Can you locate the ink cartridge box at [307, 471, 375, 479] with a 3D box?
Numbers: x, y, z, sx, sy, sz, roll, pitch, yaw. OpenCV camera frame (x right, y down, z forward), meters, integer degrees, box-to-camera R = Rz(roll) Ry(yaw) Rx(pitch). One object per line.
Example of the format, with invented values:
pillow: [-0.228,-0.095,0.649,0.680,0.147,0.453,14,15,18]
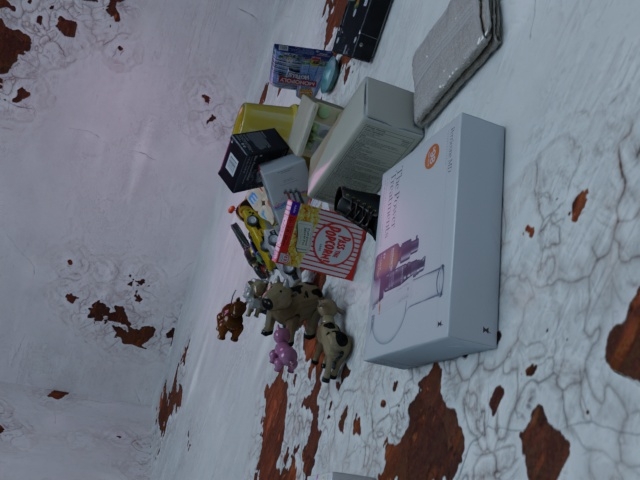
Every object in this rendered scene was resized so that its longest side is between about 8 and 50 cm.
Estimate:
ink cartridge box: [0.031,0.492,1.315,0.143,0.089,0.092,137,143,-58]

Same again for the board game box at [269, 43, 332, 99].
board game box: [-0.070,-0.544,2.320,0.194,0.194,0.060,103,170,-48]

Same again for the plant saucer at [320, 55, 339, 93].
plant saucer: [0.032,-0.516,2.194,0.119,0.021,0.120,-166,90,-73]

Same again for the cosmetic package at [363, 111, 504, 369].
cosmetic package: [0.191,0.014,1.201,0.284,0.097,0.378,146,135,-60]

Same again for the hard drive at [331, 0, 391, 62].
hard drive: [0.137,-0.671,1.932,0.237,0.064,0.339,-127,53,-67]

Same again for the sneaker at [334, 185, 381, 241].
sneaker: [0.098,-0.044,1.478,0.222,0.118,0.083,-117,44,-64]

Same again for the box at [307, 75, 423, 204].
box: [0.095,-0.207,1.575,0.311,0.147,0.121,131,149,-51]

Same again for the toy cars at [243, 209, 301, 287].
toy cars: [-0.121,0.018,1.997,0.393,0.087,0.177,38,149,62]

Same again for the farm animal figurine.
farm animal figurine: [-0.064,0.171,1.656,0.327,0.330,0.172,-36,-36,-73]

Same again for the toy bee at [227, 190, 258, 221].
toy bee: [-0.239,-0.129,2.489,0.195,0.162,0.298,127,151,-46]

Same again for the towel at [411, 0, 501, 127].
towel: [0.255,-0.370,1.372,0.282,0.049,0.187,130,150,-54]

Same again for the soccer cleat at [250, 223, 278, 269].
soccer cleat: [-0.179,-0.013,2.257,0.093,0.121,0.289,-50,28,17]

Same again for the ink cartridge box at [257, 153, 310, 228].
ink cartridge box: [-0.087,-0.138,1.980,0.128,0.127,0.176,-127,19,-68]

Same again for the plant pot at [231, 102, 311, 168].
plant pot: [-0.158,-0.335,2.276,0.254,0.238,0.254,-167,90,-72]

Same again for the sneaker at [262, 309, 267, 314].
sneaker: [-0.117,0.175,2.041,0.211,0.080,0.081,-27,44,54]

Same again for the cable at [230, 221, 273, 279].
cable: [-0.226,0.032,2.391,0.072,0.139,0.287,-32,35,-1]

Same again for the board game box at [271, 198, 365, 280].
board game box: [0.000,0.000,1.617,0.045,0.193,0.147,-155,80,-71]

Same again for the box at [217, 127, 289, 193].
box: [-0.196,-0.235,2.056,0.093,0.158,0.156,52,137,25]

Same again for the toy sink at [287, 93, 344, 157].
toy sink: [0.002,-0.306,1.949,0.234,0.131,0.153,-118,46,-71]

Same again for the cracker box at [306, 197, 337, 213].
cracker box: [0.013,-0.049,1.819,0.232,0.067,0.156,-102,31,-53]

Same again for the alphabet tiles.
alphabet tiles: [-0.136,-0.166,2.165,0.278,0.021,0.284,54,137,13]
